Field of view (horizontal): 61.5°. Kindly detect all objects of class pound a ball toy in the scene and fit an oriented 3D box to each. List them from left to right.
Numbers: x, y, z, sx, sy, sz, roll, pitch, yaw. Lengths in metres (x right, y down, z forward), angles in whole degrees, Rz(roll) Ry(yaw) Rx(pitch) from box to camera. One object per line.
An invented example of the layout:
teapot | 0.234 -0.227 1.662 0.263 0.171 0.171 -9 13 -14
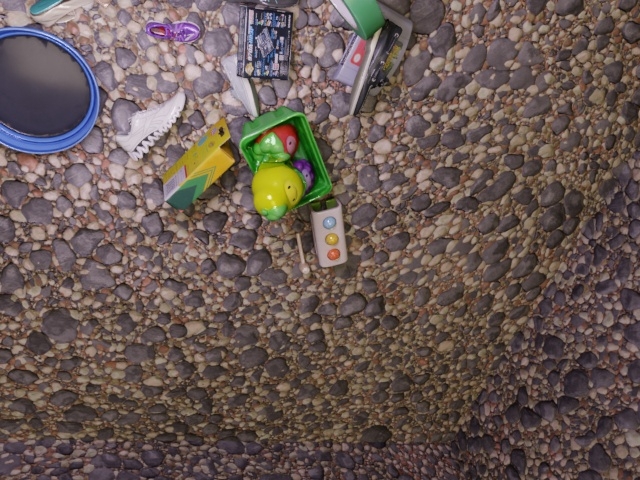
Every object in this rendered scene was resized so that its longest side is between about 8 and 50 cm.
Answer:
pound a ball toy | 0.000 0.000 2.221 0.208 0.135 0.319 -14 124 -9

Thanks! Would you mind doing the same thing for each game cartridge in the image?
game cartridge | 0.194 -0.669 1.901 0.196 0.060 0.294 15 116 -30

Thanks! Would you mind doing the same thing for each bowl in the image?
bowl | -0.894 -0.464 1.672 0.391 0.077 0.391 -8 123 -13

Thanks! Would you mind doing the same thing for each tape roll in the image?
tape roll | 0.069 -0.762 1.633 0.077 0.321 0.321 -39 125 9

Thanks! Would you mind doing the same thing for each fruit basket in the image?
fruit basket | -0.122 -0.236 1.870 0.283 0.392 0.392 -25 126 -1

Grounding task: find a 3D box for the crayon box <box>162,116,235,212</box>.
crayon box | -0.412 -0.267 1.875 0.318 0.202 0.081 -41 125 12

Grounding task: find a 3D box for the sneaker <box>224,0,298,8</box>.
sneaker | -0.193 -0.786 1.672 0.267 0.101 0.106 0 119 -18

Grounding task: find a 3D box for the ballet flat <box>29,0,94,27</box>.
ballet flat | -0.727 -0.701 1.580 0.248 0.086 0.086 -26 126 1

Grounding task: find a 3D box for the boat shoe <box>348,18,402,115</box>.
boat shoe | 0.190 -0.583 1.847 0.113 0.127 0.340 13 108 -12

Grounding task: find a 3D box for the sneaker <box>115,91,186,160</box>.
sneaker | -0.568 -0.400 1.806 0.292 0.110 0.118 -42 115 11

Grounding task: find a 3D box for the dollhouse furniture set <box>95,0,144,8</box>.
dollhouse furniture set | -0.586 -0.832 1.441 0.355 0.174 0.303 36 85 -22

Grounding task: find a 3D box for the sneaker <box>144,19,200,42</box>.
sneaker | -0.464 -0.651 1.690 0.170 0.071 0.068 -5 123 -15

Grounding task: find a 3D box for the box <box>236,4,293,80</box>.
box | -0.181 -0.638 1.750 0.175 0.051 0.220 -9 116 -33

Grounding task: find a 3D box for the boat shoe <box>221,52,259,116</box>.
boat shoe | -0.273 -0.525 1.839 0.081 0.079 0.227 -10 128 12
